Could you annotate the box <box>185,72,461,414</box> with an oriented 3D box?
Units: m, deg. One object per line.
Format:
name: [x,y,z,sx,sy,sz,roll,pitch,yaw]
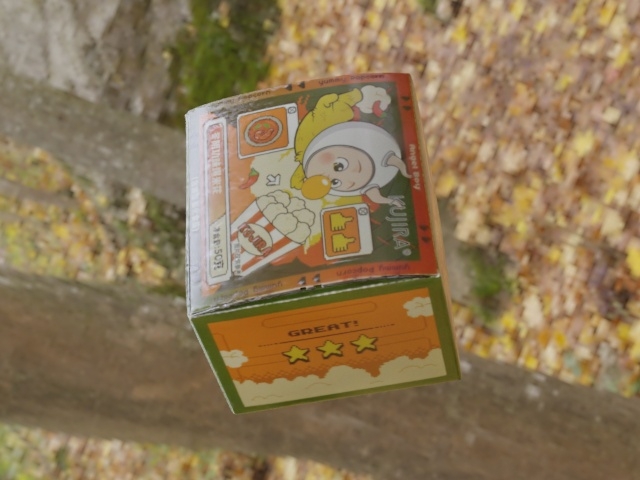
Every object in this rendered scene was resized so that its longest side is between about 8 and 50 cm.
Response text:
box: [0.000,0.000,1.019,0.148,0.177,0.195,74,-171,-52]
